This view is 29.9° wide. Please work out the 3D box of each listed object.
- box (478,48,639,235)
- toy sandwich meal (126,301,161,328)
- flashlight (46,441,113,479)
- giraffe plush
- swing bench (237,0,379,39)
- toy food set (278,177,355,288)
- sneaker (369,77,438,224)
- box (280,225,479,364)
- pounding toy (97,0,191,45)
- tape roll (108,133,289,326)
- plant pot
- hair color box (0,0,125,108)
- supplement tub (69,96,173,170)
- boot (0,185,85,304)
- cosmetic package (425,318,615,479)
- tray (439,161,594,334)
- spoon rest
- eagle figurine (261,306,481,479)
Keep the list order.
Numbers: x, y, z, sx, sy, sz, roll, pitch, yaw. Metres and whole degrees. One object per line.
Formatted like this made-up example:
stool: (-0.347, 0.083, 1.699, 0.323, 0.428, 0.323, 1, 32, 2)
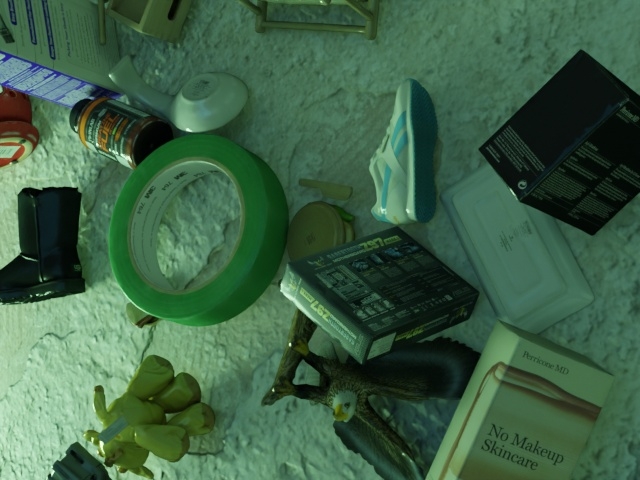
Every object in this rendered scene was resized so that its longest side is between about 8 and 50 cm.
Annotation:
box: (0.352, -0.121, 1.577, 0.184, 0.261, 0.103, -43, 61, 19)
toy sandwich meal: (-0.305, 0.112, 2.104, 0.086, 0.029, 0.085, -7, 77, 32)
flashlight: (-0.320, 0.471, 1.955, 0.304, 0.103, 0.103, 39, 70, 15)
giraffe plush: (-0.302, 0.319, 1.998, 0.181, 0.210, 0.170, 56, 143, 19)
swing bench: (-0.018, -0.479, 1.956, 0.253, 0.165, 0.254, 11, 81, 35)
toy food set: (0.000, 0.000, 1.927, 0.132, 0.039, 0.192, 16, 95, 42)
sneaker: (0.123, -0.138, 1.838, 0.092, 0.087, 0.228, -4, 77, 35)
box: (0.087, 0.074, 1.734, 0.183, 0.233, 0.059, 41, 130, 31)
pounding toy: (-0.335, -0.431, 2.199, 0.206, 0.094, 0.181, 32, 104, 43)
tape roll: (-0.208, -0.017, 2.022, 0.321, 0.077, 0.321, -8, 73, 27)
plant pot: (-0.646, -0.234, 2.305, 0.191, 0.191, 0.174, -29, 72, 26)
hair color box: (-0.512, -0.364, 2.145, 0.110, 0.339, 0.185, -21, 70, 28)
supplement tub: (-0.365, -0.196, 2.158, 0.198, 0.106, 0.106, 23, 94, 35)
boot: (-0.547, 0.010, 2.242, 0.247, 0.094, 0.207, -10, 79, 24)
cosmetic package: (0.256, 0.275, 1.608, 0.153, 0.129, 0.296, 21, 94, -8)
tray: (0.276, 0.004, 1.743, 0.145, 0.030, 0.270, -34, 64, 23)
spoon rest: (-0.244, -0.256, 2.103, 0.276, 0.084, 0.137, 20, 60, 32)
eagle figurine: (0.072, 0.236, 1.766, 0.298, 0.225, 0.226, 20, 137, 6)
